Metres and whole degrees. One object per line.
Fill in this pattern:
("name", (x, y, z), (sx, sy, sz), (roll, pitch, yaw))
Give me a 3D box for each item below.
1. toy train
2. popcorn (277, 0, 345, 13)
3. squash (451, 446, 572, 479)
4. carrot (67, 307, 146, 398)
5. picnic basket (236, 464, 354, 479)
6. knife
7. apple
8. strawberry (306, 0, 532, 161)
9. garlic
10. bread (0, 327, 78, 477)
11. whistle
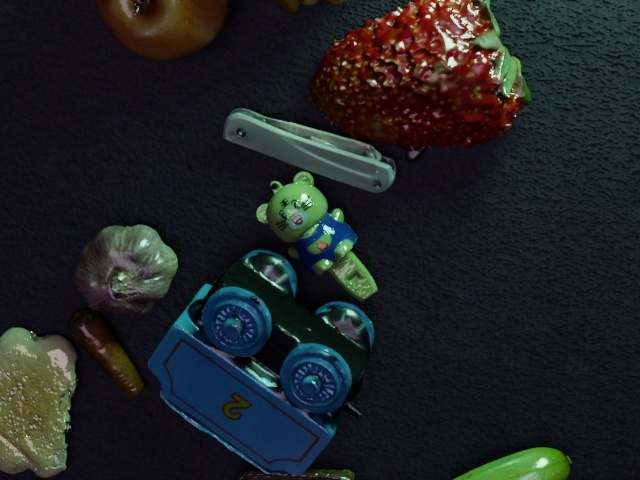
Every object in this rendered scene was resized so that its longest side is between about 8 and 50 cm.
("toy train", (-0.078, 0.186, 1.963), (0.300, 0.188, 0.265), (35, 119, -2))
("popcorn", (-0.002, -0.452, 1.789), (0.332, 0.225, 0.265), (-39, 119, 0))
("squash", (0.294, 0.370, 2.017), (0.188, 0.095, 0.095), (-29, 98, 10))
("carrot", (-0.334, 0.178, 2.068), (0.055, 0.055, 0.161), (-33, 99, 13))
("picnic basket", (-0.037, 0.407, 2.081), (0.193, 0.055, 0.110), (2, 104, 6))
("knife", (-0.014, -0.137, 1.949), (0.265, 0.041, 0.073), (18, 134, 6))
("apple", (-0.225, -0.352, 1.867), (0.201, 0.162, 0.201), (3, 108, 10))
("strawberry", (0.134, -0.216, 1.875), (0.306, 0.138, 0.233), (-23, 101, 10))
("garlic", (-0.298, 0.048, 2.006), (0.159, 0.102, 0.147), (-20, 99, 11))
("bread", (-0.481, 0.262, 2.112), (0.181, 0.039, 0.251), (10, 105, 4))
("whistle", (0.000, 0.000, 1.966), (0.105, 0.085, 0.227), (-39, 97, 8))
